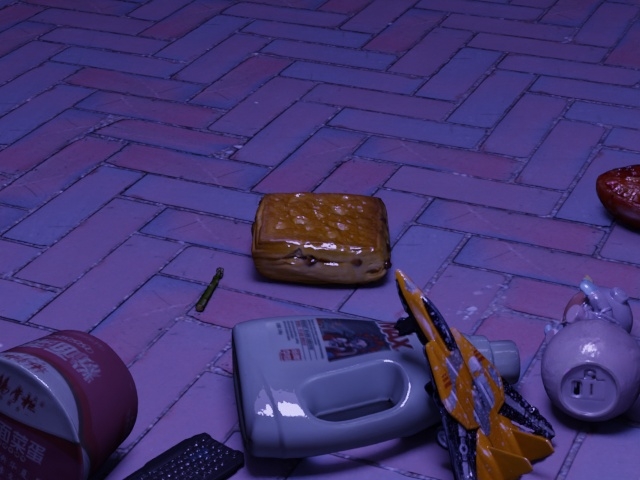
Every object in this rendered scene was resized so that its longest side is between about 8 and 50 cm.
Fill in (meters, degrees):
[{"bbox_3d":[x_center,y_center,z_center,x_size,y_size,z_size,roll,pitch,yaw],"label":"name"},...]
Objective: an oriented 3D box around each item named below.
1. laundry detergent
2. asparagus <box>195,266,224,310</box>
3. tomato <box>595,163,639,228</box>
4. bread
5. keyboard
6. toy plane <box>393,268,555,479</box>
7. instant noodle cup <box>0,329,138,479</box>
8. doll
[{"bbox_3d":[0.083,0.196,1.867,0.398,0.124,0.264,-3,28,-8],"label":"laundry detergent"},{"bbox_3d":[-0.181,0.079,2.200,0.015,0.018,0.127,35,31,-6],"label":"asparagus"},{"bbox_3d":[0.576,-0.069,2.365,0.174,0.082,0.166,24,41,32],"label":"tomato"},{"bbox_3d":[0.000,0.000,2.259,0.235,0.099,0.210,4,31,-2],"label":"bread"},{"bbox_3d":[-0.218,0.326,1.743,0.106,0.016,0.262,22,37,37],"label":"keyboard"},{"bbox_3d":[0.173,0.182,1.757,0.204,0.103,0.316,-29,80,-41],"label":"toy plane"},{"bbox_3d":[-0.359,0.228,1.735,0.235,0.234,0.178,11,22,22],"label":"instant noodle cup"},{"bbox_3d":[0.396,0.149,1.928,0.151,0.150,0.287,5,23,12],"label":"doll"}]
